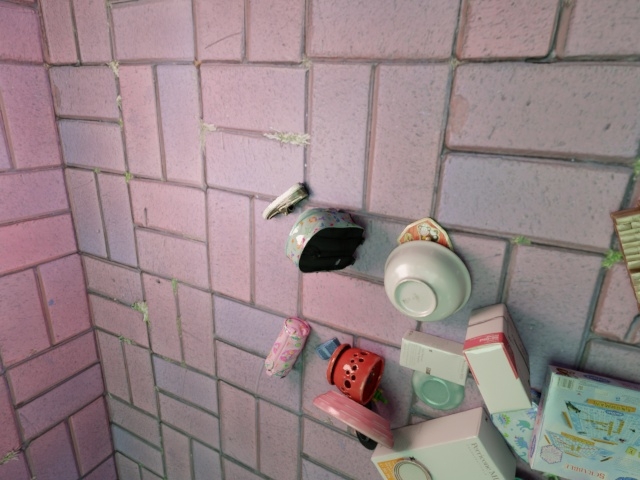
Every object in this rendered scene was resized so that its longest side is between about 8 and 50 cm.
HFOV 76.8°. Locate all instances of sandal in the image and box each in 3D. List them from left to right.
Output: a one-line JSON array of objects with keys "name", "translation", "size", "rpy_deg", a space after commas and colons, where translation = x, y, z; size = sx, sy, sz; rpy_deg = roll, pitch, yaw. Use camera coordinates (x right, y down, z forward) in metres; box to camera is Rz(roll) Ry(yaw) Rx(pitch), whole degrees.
[{"name": "sandal", "translation": [0.176, 0.762, 1.681], "size": [0.097, 0.054, 0.255], "rpy_deg": [-5, 103, 30]}]

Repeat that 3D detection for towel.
[{"name": "towel", "translation": [0.035, 0.452, 1.674], "size": [0.119, 0.029, 0.067], "rpy_deg": [-38, 87, 32]}]

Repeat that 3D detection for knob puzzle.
[{"name": "knob puzzle", "translation": [0.347, 0.017, 1.356], "size": [0.213, 0.030, 0.213], "rpy_deg": [10, 110, 27]}]

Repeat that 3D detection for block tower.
[{"name": "block tower", "translation": [0.853, 0.066, 1.053], "size": [0.097, 0.091, 0.336], "rpy_deg": [-15, 98, 31]}]

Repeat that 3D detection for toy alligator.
[{"name": "toy alligator", "translation": [0.188, 0.597, 1.627], "size": [0.189, 0.056, 0.051], "rpy_deg": [30, 160, 20]}]

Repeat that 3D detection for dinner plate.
[{"name": "dinner plate", "translation": [0.331, 0.848, 1.454], "size": [0.141, 0.017, 0.141], "rpy_deg": [10, 111, 27]}]

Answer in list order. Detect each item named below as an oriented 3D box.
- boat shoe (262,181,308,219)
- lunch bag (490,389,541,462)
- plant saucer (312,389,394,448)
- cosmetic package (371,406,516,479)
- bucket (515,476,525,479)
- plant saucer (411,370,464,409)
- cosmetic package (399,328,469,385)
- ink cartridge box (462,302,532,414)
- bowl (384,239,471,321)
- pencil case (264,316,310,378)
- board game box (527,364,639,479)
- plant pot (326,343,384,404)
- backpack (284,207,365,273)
[{"name": "boat shoe", "translation": [-0.137, -0.132, 1.549], "size": [0.219, 0.077, 0.070], "rpy_deg": [-37, 85, 31]}, {"name": "lunch bag", "translation": [0.688, 0.609, 1.324], "size": [0.176, 0.090, 0.219], "rpy_deg": [-41, 84, 34]}, {"name": "plant saucer", "translation": [0.131, 0.662, 1.524], "size": [0.332, 0.084, 0.332], "rpy_deg": [26, 161, 10]}, {"name": "cosmetic package", "translation": [0.442, 0.805, 1.486], "size": [0.453, 0.161, 0.230], "rpy_deg": [-34, 88, 32]}, {"name": "bucket", "translation": [0.653, 0.958, 1.360], "size": [0.281, 0.183, 0.281], "rpy_deg": [8, 110, 24]}, {"name": "plant saucer", "translation": [0.425, 0.549, 1.484], "size": [0.194, 0.037, 0.195], "rpy_deg": [9, 110, 26]}, {"name": "cosmetic package", "translation": [0.404, 0.407, 1.421], "size": [0.231, 0.085, 0.117], "rpy_deg": [11, 112, 27]}, {"name": "ink cartridge box", "translation": [0.532, 0.339, 1.210], "size": [0.117, 0.283, 0.207], "rpy_deg": [-24, 94, 29]}, {"name": "bowl", "translation": [0.328, 0.158, 1.328], "size": [0.297, 0.134, 0.298], "rpy_deg": [14, 120, 26]}, {"name": "pencil case", "translation": [-0.146, 0.459, 1.725], "size": [0.124, 0.124, 0.284], "rpy_deg": [35, 119, 15]}, {"name": "board game box", "translation": [0.815, 0.560, 1.188], "size": [0.318, 0.066, 0.318], "rpy_deg": [10, 99, 16]}, {"name": "plant pot", "translation": [0.127, 0.503, 1.545], "size": [0.174, 0.191, 0.191], "rpy_deg": [16, 114, 28]}, {"name": "backpack", "translation": [0.000, 0.000, 1.415], "size": [0.191, 0.253, 0.225], "rpy_deg": [45, 125, 33]}]
